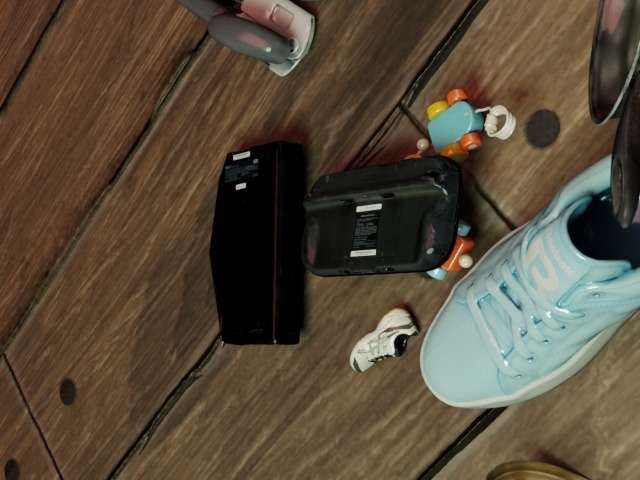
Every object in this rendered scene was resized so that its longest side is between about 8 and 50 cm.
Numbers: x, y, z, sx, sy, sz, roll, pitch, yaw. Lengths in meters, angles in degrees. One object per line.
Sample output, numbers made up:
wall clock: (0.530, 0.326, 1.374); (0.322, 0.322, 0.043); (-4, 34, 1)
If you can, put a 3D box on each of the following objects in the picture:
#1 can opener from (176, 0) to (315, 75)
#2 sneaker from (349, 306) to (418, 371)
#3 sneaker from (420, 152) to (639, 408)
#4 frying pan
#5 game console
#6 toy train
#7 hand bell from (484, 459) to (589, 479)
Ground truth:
can opener: (-0.121, -0.279, 1.112); (0.283, 0.095, 0.076); (38, 109, 29)
sneaker: (0.061, 0.104, 0.955); (0.083, 0.032, 0.037); (-52, 56, 24)
sneaker: (0.193, 0.016, 0.777); (0.366, 0.150, 0.135); (-43, 59, 28)
frying pan: (0.237, -0.157, 0.700); (0.053, 0.326, 0.197); (9, 116, 3)
game console: (0.000, 0.000, 0.977); (0.361, 0.044, 0.213); (-6, 81, 50)
toy train: (0.128, -0.053, 0.906); (0.125, 0.046, 0.166); (37, 111, 43)
hand bell: (0.160, 0.320, 0.817); (0.126, 0.126, 0.242); (33, 117, 38)
